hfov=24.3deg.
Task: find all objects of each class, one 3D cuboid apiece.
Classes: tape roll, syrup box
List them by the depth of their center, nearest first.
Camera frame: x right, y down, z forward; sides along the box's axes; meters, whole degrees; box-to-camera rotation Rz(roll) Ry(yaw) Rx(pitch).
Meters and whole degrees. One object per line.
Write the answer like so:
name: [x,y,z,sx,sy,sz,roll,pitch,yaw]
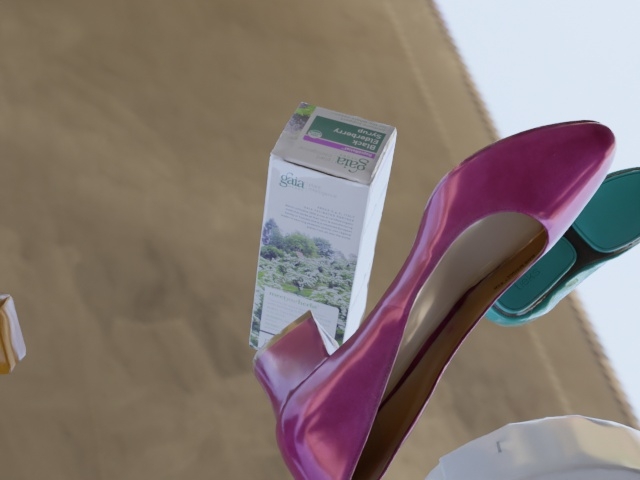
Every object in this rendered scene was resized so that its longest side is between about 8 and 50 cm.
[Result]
tape roll: [0.195,0.285,1.174,0.286,0.286,0.100,30,-166,-9]
syrup box: [0.000,0.000,1.365,0.093,0.236,0.096,16,-140,9]

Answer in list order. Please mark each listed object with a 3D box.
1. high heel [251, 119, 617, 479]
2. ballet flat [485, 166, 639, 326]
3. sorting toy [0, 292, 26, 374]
high heel: [0.074,0.038,0.780,0.082,0.244,0.117,53,-177,-44]
ballet flat: [0.261,0.007,1.555,0.247,0.087,0.083,-35,-99,-14]
sorting toy: [-0.288,-0.001,0.621,0.307,0.229,0.041,-5,-158,14]
